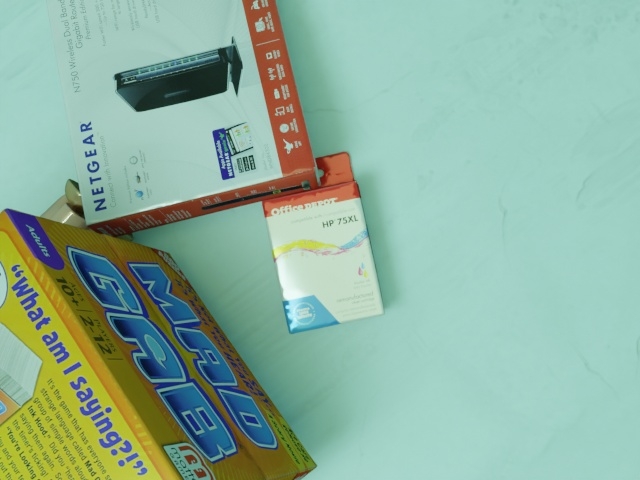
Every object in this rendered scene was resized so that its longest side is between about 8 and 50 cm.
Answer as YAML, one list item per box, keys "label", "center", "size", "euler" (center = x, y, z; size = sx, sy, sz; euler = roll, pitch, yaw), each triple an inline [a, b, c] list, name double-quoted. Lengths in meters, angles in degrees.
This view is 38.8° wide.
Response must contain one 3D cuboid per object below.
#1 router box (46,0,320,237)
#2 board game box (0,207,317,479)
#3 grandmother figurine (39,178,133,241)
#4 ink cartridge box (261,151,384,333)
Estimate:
- label: "router box"
  center: [-0.183, -0.199, 1.208]
  size: [0.301, 0.082, 0.336]
  euler: [-14, 77, 1]
- label: "board game box"
  center: [-0.289, 0.236, 1.044]
  size: [0.356, 0.356, 0.356]
  euler: [-41, 72, 9]
- label: "grandmother figurine"
  center: [-0.428, 0.071, 1.261]
  size: [0.208, 0.104, 0.342]
  euler: [43, 90, 10]
- label: "ink cartridge box"
  center: [0.000, 0.000, 1.242]
  size: [0.134, 0.078, 0.231]
  euler: [-13, 89, 3]
